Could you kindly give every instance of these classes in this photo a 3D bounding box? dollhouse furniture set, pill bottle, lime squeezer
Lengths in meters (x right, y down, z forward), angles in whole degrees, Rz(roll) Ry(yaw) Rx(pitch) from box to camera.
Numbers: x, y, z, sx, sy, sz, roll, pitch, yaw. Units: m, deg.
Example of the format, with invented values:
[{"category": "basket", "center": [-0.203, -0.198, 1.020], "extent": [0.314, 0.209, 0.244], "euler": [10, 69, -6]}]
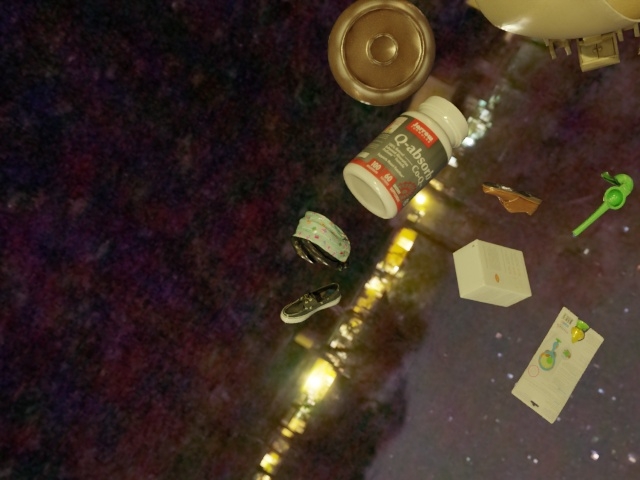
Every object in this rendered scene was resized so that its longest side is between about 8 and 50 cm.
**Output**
[{"category": "dollhouse furniture set", "center": [0.699, -0.572, 1.750], "extent": [0.242, 0.212, 0.161], "euler": [24, 60, -58]}, {"category": "pill bottle", "center": [0.260, -0.255, 2.028], "extent": [0.363, 0.210, 0.210], "euler": [-44, 170, -13]}, {"category": "lime squeezer", "center": [0.725, -0.118, 1.709], "extent": [0.110, 0.058, 0.310], "euler": [-6, -151, 40]}]

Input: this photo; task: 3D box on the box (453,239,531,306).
[{"category": "box", "center": [0.442, 0.086, 1.744], "extent": [0.091, 0.170, 0.130], "euler": [-38, -133, 48]}]

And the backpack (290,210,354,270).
[{"category": "backpack", "center": [0.000, 0.000, 1.924], "extent": [0.182, 0.152, 0.115], "euler": [40, 65, -44]}]

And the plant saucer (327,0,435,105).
[{"category": "plant saucer", "center": [0.176, -0.541, 1.921], "extent": [0.310, 0.311, 0.050], "euler": [-61, -175, 8]}]

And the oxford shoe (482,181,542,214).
[{"category": "oxford shoe", "center": [0.588, -0.127, 2.102], "extent": [0.076, 0.212, 0.076], "euler": [-111, -138, -64]}]

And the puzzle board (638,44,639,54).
[{"category": "puzzle board", "center": [0.901, -0.548, 1.823], "extent": [0.128, 0.011, 0.096], "euler": [-8, 110, -39]}]

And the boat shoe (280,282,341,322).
[{"category": "boat shoe", "center": [-0.020, 0.125, 1.397], "extent": [0.142, 0.049, 0.040], "euler": [-22, 135, -27]}]

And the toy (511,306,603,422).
[{"category": "toy", "center": [0.546, 0.288, 1.583], "extent": [0.237, 0.137, 0.056], "euler": [-54, -167, -6]}]

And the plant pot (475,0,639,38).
[{"category": "plant pot", "center": [0.331, -0.415, 0.995], "extent": [0.191, 0.284, 0.284], "euler": [-18, -150, 48]}]
